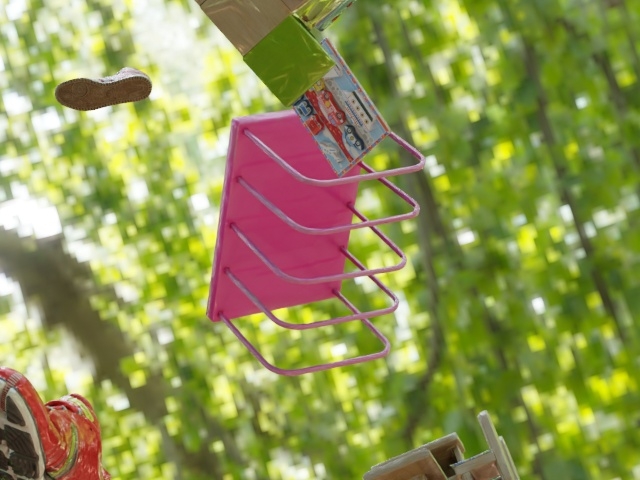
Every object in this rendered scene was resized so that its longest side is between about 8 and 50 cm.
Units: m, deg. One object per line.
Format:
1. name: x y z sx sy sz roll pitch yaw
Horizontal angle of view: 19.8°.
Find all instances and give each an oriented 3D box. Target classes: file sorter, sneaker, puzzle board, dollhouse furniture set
1. file sorter: 0.000 0.000 2.321 0.202 0.182 0.290 -10 -56 -32
2. sneaker: -0.263 -0.185 2.234 0.118 0.042 0.067 -4 13 -1
3. puzzle board: 0.013 -0.145 2.008 0.011 0.128 0.096 -25 -12 -46
4. sneaker: -0.266 0.185 1.738 0.118 0.107 0.279 -57 -23 -27
5. dollhouse furniture set: 0.106 0.267 1.988 0.212 0.161 0.242 -23 -32 5

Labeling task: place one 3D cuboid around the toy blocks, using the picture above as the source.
1. toy blocks: -0.100 -0.272 1.425 0.191 0.381 0.261 -42 -3 6
